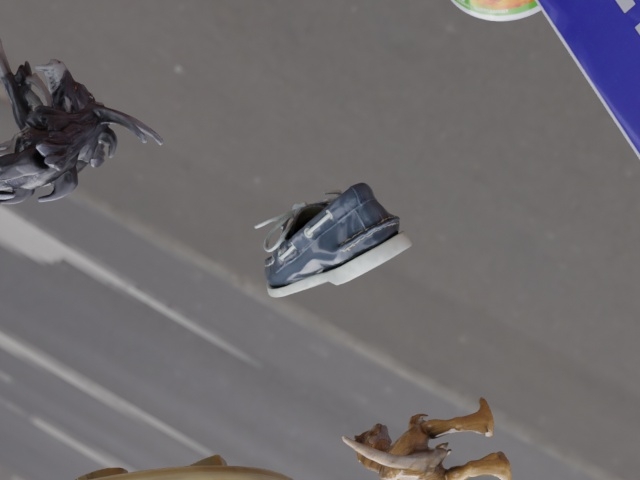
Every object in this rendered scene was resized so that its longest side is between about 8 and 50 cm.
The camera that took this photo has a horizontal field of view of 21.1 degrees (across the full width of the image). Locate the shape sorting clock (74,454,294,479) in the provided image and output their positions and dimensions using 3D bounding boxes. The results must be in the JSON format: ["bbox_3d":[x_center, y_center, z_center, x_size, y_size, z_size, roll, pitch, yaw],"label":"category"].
[{"bbox_3d":[-0.104,0.129,0.661,0.206,0.206,0.040,77,171,-66],"label":"shape sorting clock"}]

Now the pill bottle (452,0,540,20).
[{"bbox_3d":[0.164,-0.329,1.636,0.136,0.136,0.245,23,161,22],"label":"pill bottle"}]

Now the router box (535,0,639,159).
[{"bbox_3d":[0.211,-0.089,0.881,0.301,0.082,0.335,30,-154,-46],"label":"router box"}]

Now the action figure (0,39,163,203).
[{"bbox_3d":[-0.269,-0.086,1.321,0.164,0.276,0.141,-54,-52,-79],"label":"action figure"}]

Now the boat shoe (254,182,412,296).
[{"bbox_3d":[0.000,0.000,1.555,0.079,0.095,0.254,63,163,-2],"label":"boat shoe"}]

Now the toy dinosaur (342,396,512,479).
[{"bbox_3d":[0.066,0.146,1.130,0.112,0.064,0.211,-13,174,-6],"label":"toy dinosaur"}]
